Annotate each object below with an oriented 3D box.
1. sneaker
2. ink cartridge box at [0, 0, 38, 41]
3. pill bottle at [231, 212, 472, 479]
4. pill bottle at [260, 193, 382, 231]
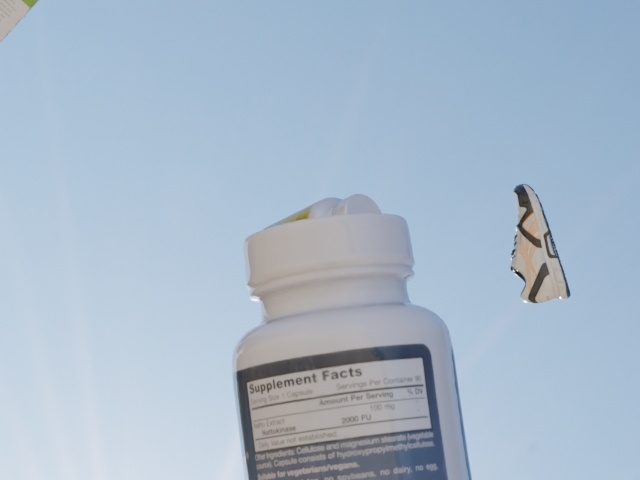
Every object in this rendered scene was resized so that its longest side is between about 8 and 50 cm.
[{"bbox_3d":[0.177,0.003,1.320,0.044,0.109,0.040,-18,-23,12],"label":"sneaker"},{"bbox_3d":[-0.430,-0.252,1.693,0.189,0.255,0.097,42,-2,-10],"label":"ink cartridge box"},{"bbox_3d":[0.014,0.083,0.737,0.108,0.108,0.180,-17,-104,43],"label":"pill bottle"},{"bbox_3d":[0.000,0.000,1.368,0.116,0.065,0.065,-26,-76,42],"label":"pill bottle"}]
